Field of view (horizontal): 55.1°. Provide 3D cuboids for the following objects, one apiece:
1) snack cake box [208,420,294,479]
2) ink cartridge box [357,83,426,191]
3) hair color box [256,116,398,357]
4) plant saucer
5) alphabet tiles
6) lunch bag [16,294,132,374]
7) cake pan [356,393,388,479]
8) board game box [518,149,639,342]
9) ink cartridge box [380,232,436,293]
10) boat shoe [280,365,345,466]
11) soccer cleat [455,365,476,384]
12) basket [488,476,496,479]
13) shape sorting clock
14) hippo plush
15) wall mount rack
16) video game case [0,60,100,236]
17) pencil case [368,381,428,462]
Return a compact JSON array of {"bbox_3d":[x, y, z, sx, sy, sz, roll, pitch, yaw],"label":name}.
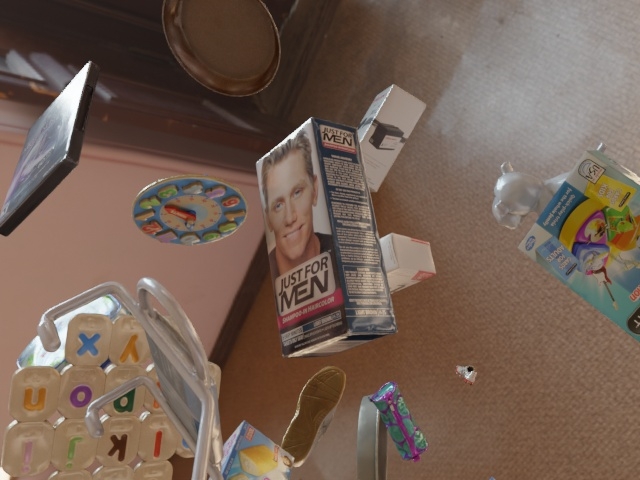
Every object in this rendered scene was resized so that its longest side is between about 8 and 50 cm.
[{"bbox_3d":[-0.156,0.525,1.296,0.089,0.152,0.264,-52,5,18],"label":"snack cake box"},{"bbox_3d":[0.178,-0.315,1.937,0.307,0.129,0.223,-59,9,0],"label":"ink cartridge box"},{"bbox_3d":[0.000,0.000,0.989,0.174,0.105,0.347,-30,62,46],"label":"hair color box"},{"bbox_3d":[-0.230,-0.494,1.467,0.310,0.310,0.050,-32,22,45],"label":"plant saucer"},{"bbox_3d":[-0.276,0.238,0.846,0.021,0.284,0.278,7,91,56],"label":"alphabet tiles"},{"bbox_3d":[-0.456,0.200,1.162,0.219,0.090,0.176,-45,32,-21],"label":"lunch bag"},{"bbox_3d":[0.133,0.523,1.547,0.054,0.293,0.293,-1,83,10],"label":"cake pan"},{"bbox_3d":[0.610,0.015,1.234,0.336,0.079,0.254,44,123,29],"label":"board game box"},{"bbox_3d":[0.146,0.072,1.499,0.218,0.158,0.092,-27,64,38],"label":"ink cartridge box"},{"bbox_3d":[-0.019,0.462,1.617,0.098,0.277,0.096,23,150,19],"label":"boat shoe"},{"bbox_3d":[0.323,0.289,1.356,0.083,0.029,0.035,-115,49,-80],"label":"soccer cleat"},{"bbox_3d":[0.299,0.698,1.474,0.201,0.289,0.255,41,151,28],"label":"basket"},{"bbox_3d":[-0.233,-0.048,1.105,0.206,0.206,0.040,-39,46,42],"label":"shape sorting clock"},{"bbox_3d":[0.551,-0.074,1.532,0.294,0.236,0.234,78,-164,-67],"label":"hippo plush"},{"bbox_3d":[-0.156,0.215,0.618,0.304,0.130,0.350,44,149,29],"label":"wall mount rack"},{"bbox_3d":[-0.442,-0.157,1.006,0.196,0.026,0.274,-36,41,24],"label":"video game case"},{"bbox_3d":[0.160,0.367,1.242,0.151,0.064,0.070,61,-179,-5],"label":"pencil case"}]
